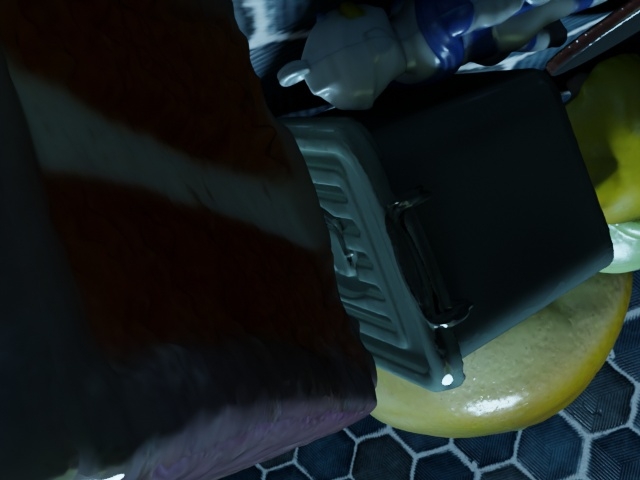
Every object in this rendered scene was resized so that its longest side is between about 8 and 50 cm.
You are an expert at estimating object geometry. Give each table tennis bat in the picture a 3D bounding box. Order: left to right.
[{"bbox_3d":[0.239,-0.167,0.712,0.154,0.021,0.274,-28,177,-41],"label":"table tennis bat"}]

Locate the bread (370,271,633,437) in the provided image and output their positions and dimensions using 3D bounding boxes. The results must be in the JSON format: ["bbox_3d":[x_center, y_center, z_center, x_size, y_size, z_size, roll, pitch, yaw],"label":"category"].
[{"bbox_3d":[0.184,0.098,1.433,0.348,0.253,0.376,-14,168,-1],"label":"bread"}]

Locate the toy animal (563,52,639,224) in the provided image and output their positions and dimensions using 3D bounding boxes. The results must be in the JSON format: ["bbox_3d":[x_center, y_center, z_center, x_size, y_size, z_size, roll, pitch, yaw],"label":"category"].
[{"bbox_3d":[0.272,-0.083,0.947,0.229,0.156,0.156,-22,169,3],"label":"toy animal"}]

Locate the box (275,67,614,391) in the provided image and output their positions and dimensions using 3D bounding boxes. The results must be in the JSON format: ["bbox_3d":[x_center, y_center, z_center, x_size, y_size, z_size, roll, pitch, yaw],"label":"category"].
[{"bbox_3d":[0.059,-0.021,0.755,0.135,0.163,0.243,-25,-168,-16],"label":"box"}]

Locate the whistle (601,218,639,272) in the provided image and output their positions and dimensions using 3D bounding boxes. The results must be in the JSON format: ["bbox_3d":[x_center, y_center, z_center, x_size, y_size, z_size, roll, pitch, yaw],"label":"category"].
[{"bbox_3d":[0.278,-0.067,1.143,0.141,0.141,0.294,-24,-164,29],"label":"whistle"}]

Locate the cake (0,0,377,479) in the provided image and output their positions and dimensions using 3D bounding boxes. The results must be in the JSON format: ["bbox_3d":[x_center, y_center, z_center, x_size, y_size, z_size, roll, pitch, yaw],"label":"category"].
[{"bbox_3d":[-0.137,0.010,0.474,0.230,0.237,0.309,-20,171,14],"label":"cake"}]

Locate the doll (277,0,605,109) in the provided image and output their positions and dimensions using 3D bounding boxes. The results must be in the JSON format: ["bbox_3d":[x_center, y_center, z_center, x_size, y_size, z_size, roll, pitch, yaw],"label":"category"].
[{"bbox_3d":[0.075,-0.118,0.673,0.227,0.057,0.114,-21,178,-33],"label":"doll"}]
